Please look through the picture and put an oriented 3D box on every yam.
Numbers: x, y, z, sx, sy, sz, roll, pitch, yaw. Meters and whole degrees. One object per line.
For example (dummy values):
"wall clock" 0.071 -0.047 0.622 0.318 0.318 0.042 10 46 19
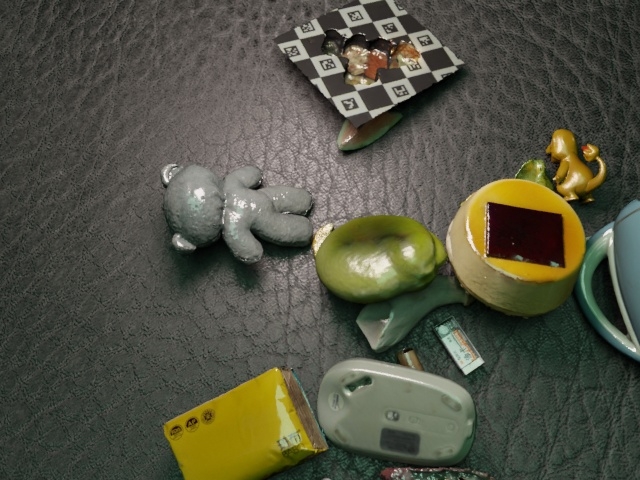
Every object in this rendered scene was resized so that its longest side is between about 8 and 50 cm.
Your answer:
"yam" 0.227 0.342 1.762 0.046 0.046 0.264 -23 73 -4

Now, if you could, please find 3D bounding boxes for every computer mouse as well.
"computer mouse" 0.150 0.346 1.722 0.330 0.095 0.197 11 99 16

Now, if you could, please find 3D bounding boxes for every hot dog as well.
"hot dog" 0.000 0.000 1.887 0.034 0.030 0.090 22 75 11

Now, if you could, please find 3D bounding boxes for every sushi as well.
"sushi" 0.235 0.527 1.665 0.241 0.107 0.162 6 70 -10
"sushi" 0.106 -0.412 1.988 0.339 0.069 0.320 -32 65 -23

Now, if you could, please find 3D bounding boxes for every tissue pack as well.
"tissue pack" -0.149 0.390 1.699 0.270 0.134 0.192 -28 74 7

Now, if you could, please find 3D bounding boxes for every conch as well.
"conch" 0.467 -0.125 1.879 0.089 0.074 0.121 4 77 -7

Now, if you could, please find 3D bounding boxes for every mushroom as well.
"mushroom" 0.199 0.132 1.803 0.270 0.103 0.118 -28 73 -12

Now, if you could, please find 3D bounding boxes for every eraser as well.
"eraser" 0.290 0.222 1.804 0.052 0.029 0.122 -32 74 -7

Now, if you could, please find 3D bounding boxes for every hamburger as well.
"hamburger" 0.404 0.017 1.772 0.300 0.176 0.300 5 58 -8

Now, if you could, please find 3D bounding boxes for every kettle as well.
"kettle" 0.682 0.084 1.741 0.319 0.247 0.342 -30 64 20

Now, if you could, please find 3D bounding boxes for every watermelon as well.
"watermelon" 0.093 -0.265 1.950 0.101 0.080 0.155 40 92 25

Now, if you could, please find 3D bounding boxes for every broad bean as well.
"broad bean" 0.119 0.036 1.774 0.291 0.119 0.238 8 46 38

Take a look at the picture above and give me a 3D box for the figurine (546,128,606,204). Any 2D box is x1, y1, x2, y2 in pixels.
"figurine" 0.559 -0.173 1.865 0.121 0.122 0.176 -1 61 -33

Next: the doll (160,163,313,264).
"doll" -0.184 -0.051 1.871 0.340 0.158 0.246 5 65 -26

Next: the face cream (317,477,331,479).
"face cream" -0.003 0.533 1.678 0.117 0.117 0.104 -30 81 -6
